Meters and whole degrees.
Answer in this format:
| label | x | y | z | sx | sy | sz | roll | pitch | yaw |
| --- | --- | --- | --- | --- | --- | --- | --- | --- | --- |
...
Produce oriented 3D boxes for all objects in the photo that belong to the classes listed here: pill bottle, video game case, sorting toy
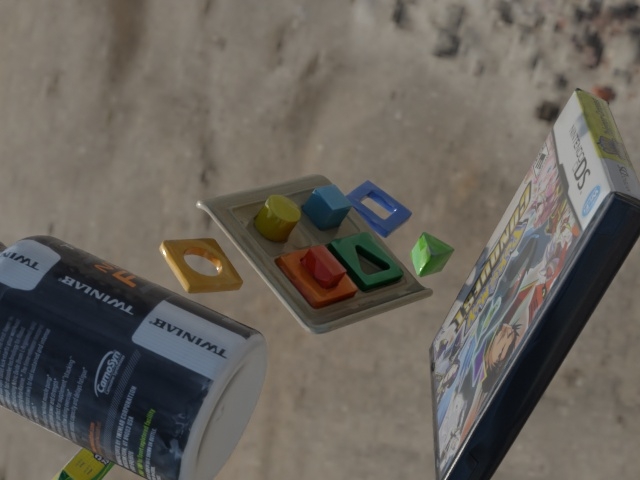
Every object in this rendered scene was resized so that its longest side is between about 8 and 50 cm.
| label | x | y | z | sx | sy | sz | roll | pitch | yaw |
| --- | --- | --- | --- | --- | --- | --- | --- | --- | --- |
| pill bottle | -0.172 | 0.077 | 1.152 | 0.130 | 0.246 | 0.130 | -59 | -16 | -28 |
| video game case | 0.160 | 0.038 | 1.245 | 0.248 | 0.035 | 0.275 | -84 | 21 | -67 |
| sorting toy | 0.000 | 0.000 | 1.558 | 0.196 | 0.348 | 0.047 | 46 | 126 | 23 |

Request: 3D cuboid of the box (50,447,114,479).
| label | x | y | z | sx | sy | sz | roll | pitch | yaw |
| --- | --- | --- | --- | --- | --- | --- | --- | --- | --- |
| box | -0.253 | 0.248 | 1.678 | 0.105 | 0.043 | 0.179 | -47 | -1 | 31 |
